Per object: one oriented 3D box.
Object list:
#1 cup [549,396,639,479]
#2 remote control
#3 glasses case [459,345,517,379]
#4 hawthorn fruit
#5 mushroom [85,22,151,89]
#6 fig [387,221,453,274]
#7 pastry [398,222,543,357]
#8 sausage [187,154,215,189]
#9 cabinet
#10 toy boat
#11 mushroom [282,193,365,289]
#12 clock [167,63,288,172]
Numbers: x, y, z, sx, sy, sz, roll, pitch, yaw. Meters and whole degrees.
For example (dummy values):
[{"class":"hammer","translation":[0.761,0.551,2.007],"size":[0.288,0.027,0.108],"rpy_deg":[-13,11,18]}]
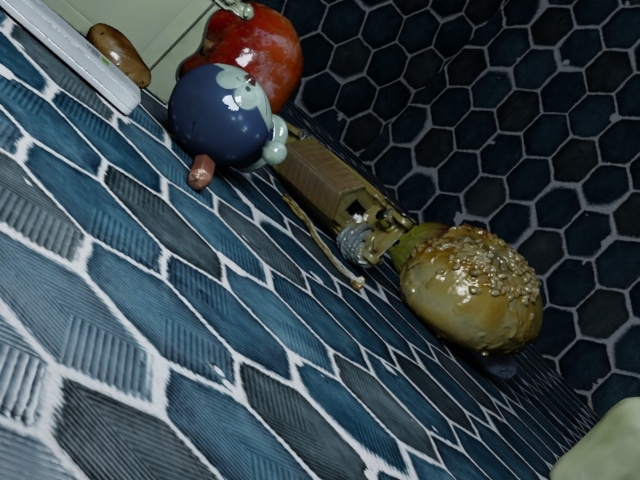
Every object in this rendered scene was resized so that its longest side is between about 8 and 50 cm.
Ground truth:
[{"class":"cup","translation":[0.527,0.398,1.929],"size":[0.255,0.202,0.173],"rpy_deg":[45,7,5]},{"class":"remote control","translation":[-0.343,-0.268,1.602],"size":[0.250,0.034,0.103],"rpy_deg":[41,8,-19]},{"class":"glasses case","translation":[0.301,0.183,2.425],"size":[0.109,0.067,0.282],"rpy_deg":[30,17,-41]},{"class":"hawthorn fruit","translation":[-0.170,-0.341,2.232],"size":[0.242,0.242,0.271],"rpy_deg":[48,19,26]},{"class":"mushroom","translation":[-0.305,-0.280,1.816],"size":[0.123,0.052,0.123],"rpy_deg":[47,11,-12]},{"class":"fig","translation":[0.200,0.015,2.587],"size":[0.230,0.160,0.143],"rpy_deg":[31,42,17]},{"class":"pastry","translation":[0.311,0.084,2.307],"size":[0.315,0.184,0.284],"rpy_deg":[4,35,-45]},{"class":"sausage","translation":[-0.162,-0.094,1.625],"size":[0.035,0.030,0.147],"rpy_deg":[42,8,-12]},{"class":"cabinet","translation":[-0.317,-0.441,1.958],"size":[0.318,0.227,0.290],"rpy_deg":[39,8,-35]},{"class":"toy boat","translation":[0.003,-0.103,2.241],"size":[0.445,0.136,0.162],"rpy_deg":[45,2,42]},{"class":"mushroom","translation":[-0.002,-0.004,2.032],"size":[0.286,0.026,0.028],"rpy_deg":[49,-7,42]},{"class":"clock","translation":[-0.137,-0.181,1.815],"size":[0.199,0.146,0.243],"rpy_deg":[40,2,11]}]
